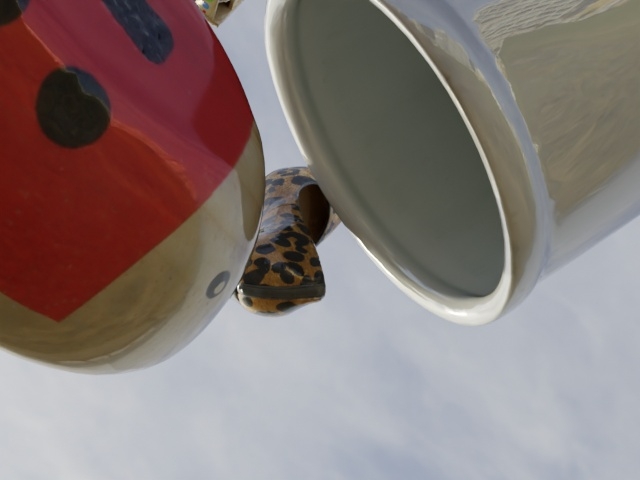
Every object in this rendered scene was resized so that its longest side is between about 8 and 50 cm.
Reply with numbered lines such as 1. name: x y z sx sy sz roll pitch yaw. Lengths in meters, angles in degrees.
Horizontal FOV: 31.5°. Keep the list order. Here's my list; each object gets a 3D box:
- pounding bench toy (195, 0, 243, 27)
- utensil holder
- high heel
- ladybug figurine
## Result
1. pounding bench toy: -0.086 -0.249 1.026 0.052 0.083 0.065 33 -36 3
2. utensil holder: 0.199 -0.165 0.960 0.385 0.327 0.327 -32 -51 -18
3. high heel: 0.000 0.000 1.029 0.186 0.261 0.093 14 -63 41
4. ladybug figurine: -0.186 -0.118 0.674 0.162 0.305 0.449 -27 -62 29
